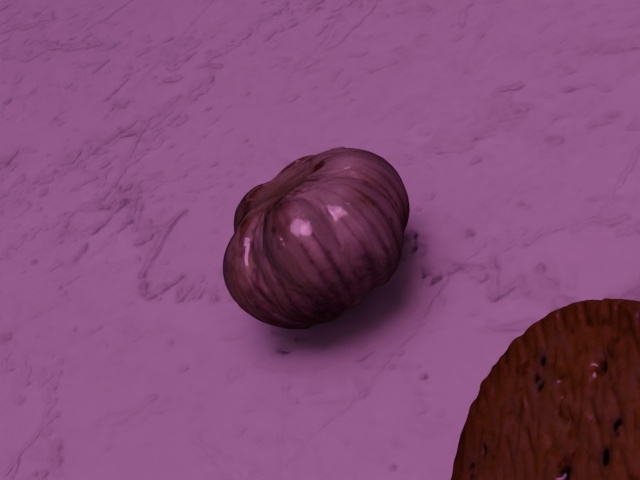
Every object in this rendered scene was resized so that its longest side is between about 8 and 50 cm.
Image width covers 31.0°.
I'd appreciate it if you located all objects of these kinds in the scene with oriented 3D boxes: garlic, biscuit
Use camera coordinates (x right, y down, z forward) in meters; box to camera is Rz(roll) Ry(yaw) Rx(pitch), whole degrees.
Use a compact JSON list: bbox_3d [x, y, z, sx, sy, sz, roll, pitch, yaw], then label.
[{"bbox_3d":[0.000,0.000,0.803,0.147,0.102,0.159,-44,18,-14],"label":"garlic"},{"bbox_3d":[0.130,0.120,0.585,0.188,0.027,0.188,-41,38,42],"label":"biscuit"}]
